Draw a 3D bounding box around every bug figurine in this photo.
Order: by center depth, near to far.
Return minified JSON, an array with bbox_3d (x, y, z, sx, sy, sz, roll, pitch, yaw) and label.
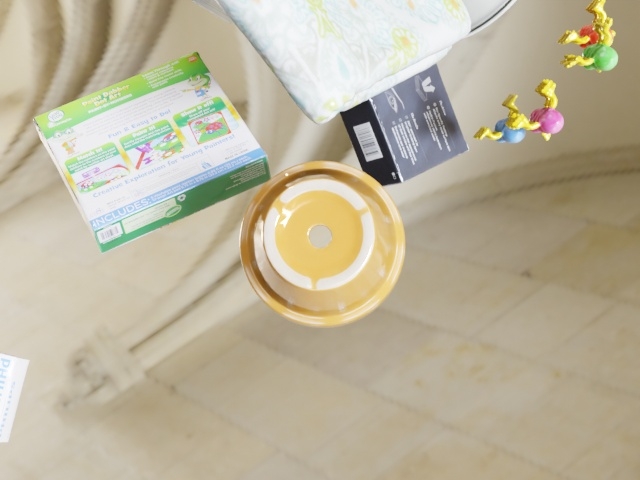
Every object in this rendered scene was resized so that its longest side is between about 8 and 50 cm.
[{"bbox_3d":[0.351,-0.228,2.194,0.072,0.279,0.216,41,4,-10],"label":"bug figurine"}]

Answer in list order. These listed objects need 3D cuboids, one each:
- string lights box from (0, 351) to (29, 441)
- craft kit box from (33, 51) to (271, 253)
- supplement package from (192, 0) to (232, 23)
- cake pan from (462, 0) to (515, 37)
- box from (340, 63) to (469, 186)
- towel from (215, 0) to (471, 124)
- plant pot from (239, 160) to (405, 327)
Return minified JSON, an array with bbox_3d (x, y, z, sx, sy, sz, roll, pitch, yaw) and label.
[{"bbox_3d":[-0.587,0.211,2.259,0.259,0.133,0.077,13,-6,6],"label":"string lights box"},{"bbox_3d":[-0.229,-0.124,2.011,0.247,0.249,0.061,58,-14,37],"label":"craft kit box"},{"bbox_3d":[-0.169,-0.476,2.115,0.204,0.145,0.262,27,38,-35],"label":"supplement package"},{"bbox_3d":[0.182,-0.416,2.097,0.054,0.293,0.293,29,4,-45],"label":"cake pan"},{"bbox_3d":[0.131,-0.183,2.390,0.093,0.158,0.156,-11,-77,55],"label":"box"},{"bbox_3d":[0.002,-0.322,1.800,0.320,0.374,0.090,50,-53,5],"label":"towel"},{"bbox_3d":[0.000,0.000,1.775,0.205,0.205,0.188,55,-1,5],"label":"plant pot"}]
